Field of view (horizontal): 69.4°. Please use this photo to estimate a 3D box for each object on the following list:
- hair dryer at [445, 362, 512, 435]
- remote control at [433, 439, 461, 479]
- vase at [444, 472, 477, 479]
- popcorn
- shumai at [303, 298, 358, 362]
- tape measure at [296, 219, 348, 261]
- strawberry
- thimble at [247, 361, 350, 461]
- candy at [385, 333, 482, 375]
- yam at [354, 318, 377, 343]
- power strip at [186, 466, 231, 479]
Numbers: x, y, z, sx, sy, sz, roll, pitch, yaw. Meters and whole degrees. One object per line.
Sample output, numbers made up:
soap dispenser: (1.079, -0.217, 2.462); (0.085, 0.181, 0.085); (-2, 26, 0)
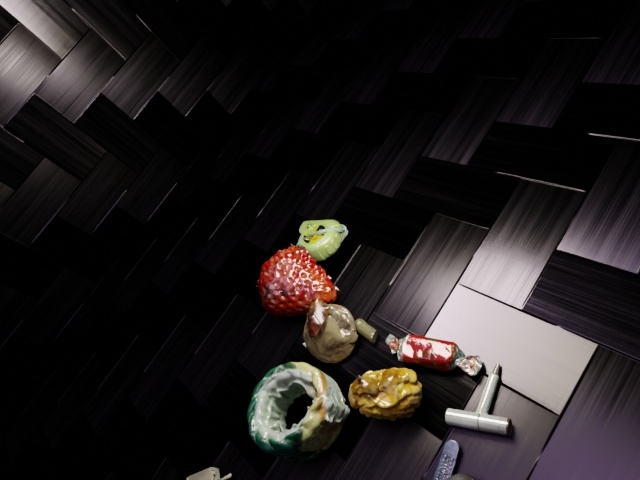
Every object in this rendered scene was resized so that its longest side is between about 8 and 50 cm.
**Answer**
hair dryer: (0.408, 0.388, 1.173); (0.154, 0.044, 0.183); (-3, 53, 34)
remote control: (0.305, 0.565, 1.126); (0.043, 0.027, 0.153); (14, 70, 35)
vase: (0.358, 0.590, 1.015); (0.182, 0.120, 0.120); (6, 62, 24)
popcorn: (0.173, 0.418, 1.255); (0.193, 0.163, 0.141); (-7, 70, -5)
shumai: (0.013, 0.283, 1.448); (0.201, 0.120, 0.202); (-7, 76, 30)
tape measure: (0.000, 0.000, 1.709); (0.199, 0.106, 0.175); (-2, 46, 35)
strawberry: (-0.108, 0.171, 1.595); (0.280, 0.150, 0.253); (46, 111, 27)
thimble: (-0.064, 0.497, 1.348); (0.288, 0.167, 0.254); (-19, 50, 26)
candy: (0.303, 0.313, 1.287); (0.292, 0.059, 0.086); (3, 60, 37)
yam: (0.143, 0.281, 1.441); (0.094, 0.043, 0.043); (30, 80, 45)
power strip: (-0.353, 0.764, 1.457); (0.175, 0.042, 0.075); (-28, 47, 16)
